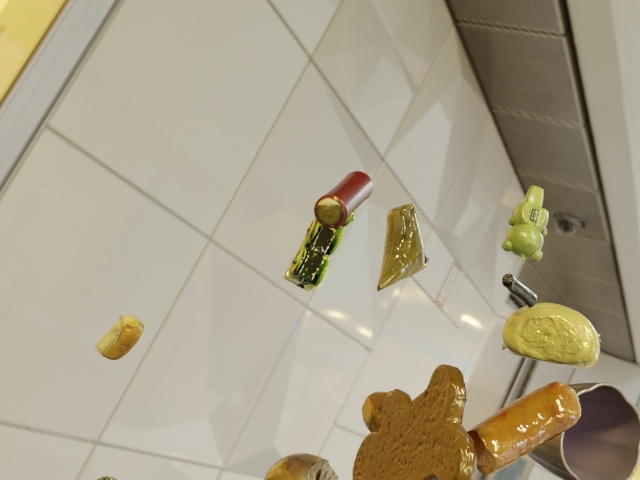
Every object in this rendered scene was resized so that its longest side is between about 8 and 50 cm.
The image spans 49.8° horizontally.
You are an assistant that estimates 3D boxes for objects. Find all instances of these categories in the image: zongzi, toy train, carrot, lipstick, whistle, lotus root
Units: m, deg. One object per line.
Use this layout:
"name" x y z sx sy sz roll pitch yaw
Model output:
"zongzi" 0.225 0.019 2.149 0.115 0.228 0.256 -6 13 46
"toy train" 0.000 0.000 1.902 0.101 0.296 0.160 29 -12 -7
"carrot" 0.208 0.516 1.793 0.114 0.114 0.302 36 8 -38
"lipstick" 0.057 -0.097 1.580 0.080 0.080 0.241 26 24 8
"whistle" 0.538 -0.045 1.786 0.105 0.227 0.085 18 -27 4
"lotus root" -0.079 0.757 2.077 0.192 0.272 0.272 15 -16 41

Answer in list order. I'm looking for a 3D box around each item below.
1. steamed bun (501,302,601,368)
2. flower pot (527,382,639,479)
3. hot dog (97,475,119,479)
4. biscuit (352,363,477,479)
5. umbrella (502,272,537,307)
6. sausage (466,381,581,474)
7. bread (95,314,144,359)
"steamed bun" 0.650 0.264 1.952 0.273 0.166 0.232 9 -6 28
"flower pot" 0.639 0.486 1.757 0.265 0.265 0.243 30 -16 -14
"hot dog" -0.433 0.641 1.555 0.271 0.162 0.082 30 -10 -8
"biscuit" 0.189 0.436 1.438 0.064 0.282 0.432 17 -42 -18
"umbrella" 0.441 0.112 1.523 0.133 0.031 0.036 34 30 -38
"sausage" 0.402 0.368 1.361 0.109 0.271 0.108 46 -33 42
"bread" -0.435 0.215 1.515 0.053 0.106 0.072 44 -2 24
